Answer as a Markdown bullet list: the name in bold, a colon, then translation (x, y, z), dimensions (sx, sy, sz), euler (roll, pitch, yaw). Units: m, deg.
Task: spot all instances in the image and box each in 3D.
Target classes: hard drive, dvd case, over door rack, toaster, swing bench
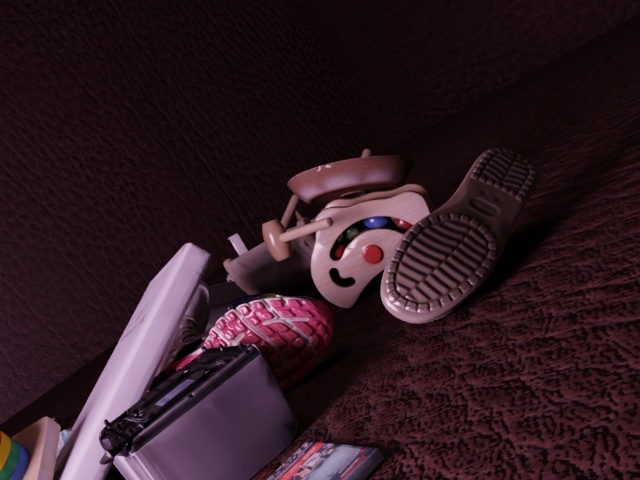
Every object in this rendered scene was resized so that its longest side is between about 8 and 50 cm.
- **hard drive**: translation (-0.282, 0.178, 1.509), dimensions (0.307, 0.040, 0.203), euler (-37, -14, 31)
- **dvd case**: translation (-0.011, 0.196, 0.577), dimensions (0.087, 0.013, 0.119), euler (-37, 6, -31)
- **over door rack**: translation (-0.090, 0.029, 1.619), dimensions (0.239, 0.108, 0.324), euler (-32, -13, -18)
- **toaster**: translation (-0.133, 0.197, 0.736), dimensions (0.185, 0.110, 0.168), euler (-36, 7, -27)
- **swing bench**: translation (0.000, 0.000, 1.330), dimensions (0.253, 0.165, 0.255), euler (-25, 18, 48)
- **hard drive**: translation (-0.269, 0.190, 0.981), dimensions (0.233, 0.047, 0.353), euler (-35, 28, 58)

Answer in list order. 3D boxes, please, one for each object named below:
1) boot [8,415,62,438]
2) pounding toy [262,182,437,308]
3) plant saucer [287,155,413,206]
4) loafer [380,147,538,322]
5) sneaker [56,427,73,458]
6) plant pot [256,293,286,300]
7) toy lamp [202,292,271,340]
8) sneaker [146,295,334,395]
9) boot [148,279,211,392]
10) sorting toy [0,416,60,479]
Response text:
- **boot**: translation (-0.642, 0.440, 1.617), dimensions (0.137, 0.077, 0.198), euler (-31, 6, -29)
- **pounding toy**: translation (0.056, 0.021, 1.040), dimensions (0.269, 0.154, 0.155), euler (-12, 12, 14)
- **plant saucer**: translation (0.049, -0.086, 1.109), dimensions (0.198, 0.036, 0.198), euler (-8, -8, -1)
- **loafer**: translation (0.162, 0.005, 0.816), dimensions (0.268, 0.102, 0.092), euler (-44, -23, -28)
- **sneaker**: translation (-0.460, 0.375, 1.311), dimensions (0.166, 0.065, 0.076), euler (-24, -5, 39)
- **plant pot**: translation (-0.076, 0.137, 1.090), dimensions (0.083, 0.083, 0.079), euler (-29, 20, 34)
- **toy lamp**: translation (-0.177, 0.164, 1.340), dimensions (0.274, 0.080, 0.080), euler (-27, 9, 40)
- **sneaker**: translation (-0.104, 0.145, 0.939), dimensions (0.299, 0.121, 0.112), euler (-30, 5, 31)
- **boot**: translation (-0.228, 0.174, 1.235), dimensions (0.123, 0.095, 0.258), euler (-16, 48, 46)
- **sorting toy**: translation (-0.438, 0.339, 0.811), dimensions (0.257, 0.089, 0.255), euler (-33, 32, 9)
